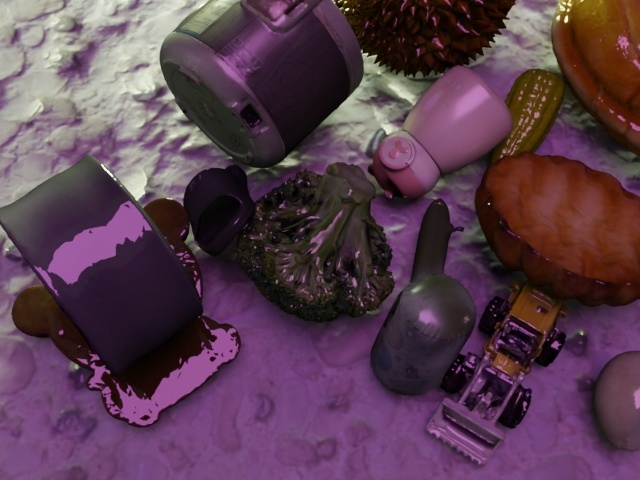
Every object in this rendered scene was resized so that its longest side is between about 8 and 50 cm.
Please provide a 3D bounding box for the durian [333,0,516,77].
[{"bbox_3d":[0.182,-0.452,1.296,0.385,0.347,0.347,-20,68,-27],"label":"durian"}]

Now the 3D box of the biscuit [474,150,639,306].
[{"bbox_3d":[0.394,-0.014,1.202,0.326,0.107,0.325,12,40,-10],"label":"biscuit"}]

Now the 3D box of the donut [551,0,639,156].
[{"bbox_3d":[0.628,-0.335,1.341,0.449,0.198,0.448,2,65,-4],"label":"donut"}]

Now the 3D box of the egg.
[{"bbox_3d":[0.466,0.238,1.136,0.114,0.114,0.152,19,67,6],"label":"egg"}]

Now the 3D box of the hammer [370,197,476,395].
[{"bbox_3d":[0.172,0.063,1.188,0.119,0.206,0.335,20,49,-2],"label":"hammer"}]

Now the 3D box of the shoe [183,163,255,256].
[{"bbox_3d":[-0.171,-0.066,1.192,0.093,0.241,0.108,38,106,-22],"label":"shoe"}]

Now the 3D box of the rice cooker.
[{"bbox_3d":[-0.092,-0.293,1.252,0.288,0.288,0.277,40,75,14],"label":"rice cooker"}]

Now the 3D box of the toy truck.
[{"bbox_3d":[0.274,0.188,1.154,0.136,0.111,0.285,30,69,12],"label":"toy truck"}]

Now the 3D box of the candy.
[{"bbox_3d":[0.353,-0.202,1.334,0.097,0.096,0.209,28,75,10],"label":"candy"}]

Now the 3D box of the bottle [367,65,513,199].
[{"bbox_3d":[0.186,-0.163,1.265,0.236,0.147,0.147,-41,73,0],"label":"bottle"}]

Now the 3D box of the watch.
[{"bbox_3d":[-0.284,0.060,1.074,0.314,0.327,0.335,-36,73,-15],"label":"watch"}]

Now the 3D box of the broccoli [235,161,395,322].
[{"bbox_3d":[0.000,0.000,1.168,0.261,0.241,0.269,48,29,22],"label":"broccoli"}]
